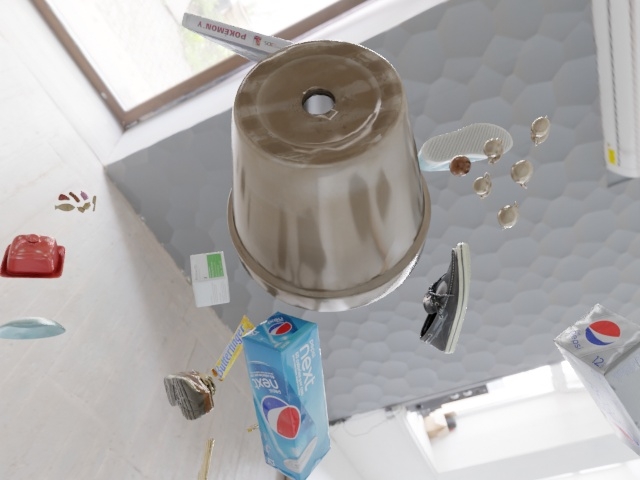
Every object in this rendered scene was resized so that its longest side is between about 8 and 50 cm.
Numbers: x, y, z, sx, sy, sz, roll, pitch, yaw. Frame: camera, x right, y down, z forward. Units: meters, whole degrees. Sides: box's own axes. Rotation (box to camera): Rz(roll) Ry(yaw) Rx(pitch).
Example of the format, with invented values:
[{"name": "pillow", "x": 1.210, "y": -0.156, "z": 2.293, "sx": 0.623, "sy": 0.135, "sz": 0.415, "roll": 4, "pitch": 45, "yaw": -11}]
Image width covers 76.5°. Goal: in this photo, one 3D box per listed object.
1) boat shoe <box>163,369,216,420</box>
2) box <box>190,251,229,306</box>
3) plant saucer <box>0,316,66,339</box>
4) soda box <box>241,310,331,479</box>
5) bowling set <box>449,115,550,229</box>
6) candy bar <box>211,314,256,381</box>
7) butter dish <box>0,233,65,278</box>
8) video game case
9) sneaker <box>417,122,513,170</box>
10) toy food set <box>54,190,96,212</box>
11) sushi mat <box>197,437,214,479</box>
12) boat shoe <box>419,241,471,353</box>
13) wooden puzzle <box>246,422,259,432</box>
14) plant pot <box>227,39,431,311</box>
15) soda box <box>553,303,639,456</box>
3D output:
[{"name": "boat shoe", "x": -0.381, "y": 0.448, "z": 1.233, "sx": 0.120, "sy": 0.324, "sz": 0.122, "roll": -11, "pitch": 90, "yaw": -34}, {"name": "box", "x": -0.288, "y": 0.100, "z": 1.057, "sx": 0.101, "sy": 0.087, "sz": 0.102, "roll": -113, "pitch": -159, "yaw": -44}, {"name": "plant saucer", "x": -0.906, "y": 0.269, "z": 1.265, "sx": 0.195, "sy": 0.195, "sz": 0.037, "roll": 42, "pitch": 34, "yaw": -62}, {"name": "soda box", "x": -0.040, "y": 0.205, "z": 0.530, "sx": 0.071, "sy": 0.067, "sz": 0.210, "roll": -31, "pitch": 121, "yaw": -48}, {"name": "bowling set", "x": 0.444, "y": -0.187, "z": 1.031, "sx": 0.154, "sy": 0.200, "sz": 0.287, "roll": -7, "pitch": 117, "yaw": -61}, {"name": "candy bar", "x": -0.186, "y": 0.232, "z": 0.863, "sx": 0.040, "sy": 0.161, "sz": 0.018, "roll": 38, "pitch": 15, "yaw": 20}, {"name": "butter dish", "x": -0.879, "y": 0.031, "z": 1.244, "sx": 0.160, "sy": 0.118, "sz": 0.160, "roll": 4, "pitch": 39, "yaw": -28}, {"name": "video game case", "x": -0.077, "y": -0.287, "z": 0.628, "sx": 0.201, "sy": 0.183, "sz": 0.023, "roll": -22, "pitch": 133, "yaw": -68}, {"name": "sneaker", "x": 0.525, "y": -0.340, "z": 1.520, "sx": 0.150, "sy": 0.366, "sz": 0.135, "roll": 128, "pitch": -47, "yaw": -77}, {"name": "toy food set", "x": -0.832, "y": -0.133, "z": 1.383, "sx": 0.019, "sy": 0.122, "sz": 0.078, "roll": -174, "pitch": -89, "yaw": -73}, {"name": "sushi mat", "x": -0.242, "y": 0.563, "z": 0.777, "sx": 0.316, "sy": 0.019, "sz": 0.151, "roll": -100, "pitch": -156, "yaw": -58}, {"name": "boat shoe", "x": 0.477, "y": 0.228, "z": 1.560, "sx": 0.187, "sy": 0.156, "sz": 0.500, "roll": -57, "pitch": 154, "yaw": -52}, {"name": "wooden puzzle", "x": -0.213, "y": 0.659, "z": 1.449, "sx": 0.116, "sy": 0.078, "sz": 0.014, "roll": -14, "pitch": 78, "yaw": -32}, {"name": "plant pot", "x": 0.004, "y": -0.095, "z": 0.561, "sx": 0.280, "sy": 0.323, "sz": 0.323, "roll": 80, "pitch": -4, "yaw": -63}, {"name": "soda box", "x": 0.477, "y": 0.234, "z": 0.613, "sx": 0.286, "sy": 0.091, "sz": 0.098, "roll": 49, "pitch": 2, "yaw": -19}]
